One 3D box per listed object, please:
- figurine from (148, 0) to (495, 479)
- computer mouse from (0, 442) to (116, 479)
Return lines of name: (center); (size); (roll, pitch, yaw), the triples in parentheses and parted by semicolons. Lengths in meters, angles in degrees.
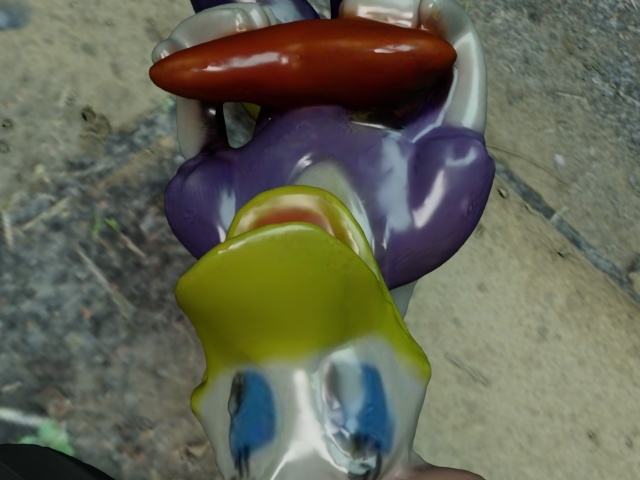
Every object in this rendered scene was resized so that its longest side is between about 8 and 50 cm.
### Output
figurine: (0.000, -0.006, 0.455); (0.154, 0.193, 0.421); (-5, 27, 8)
computer mouse: (-0.083, 0.137, 0.372); (0.172, 0.057, 0.099); (50, 42, 11)
